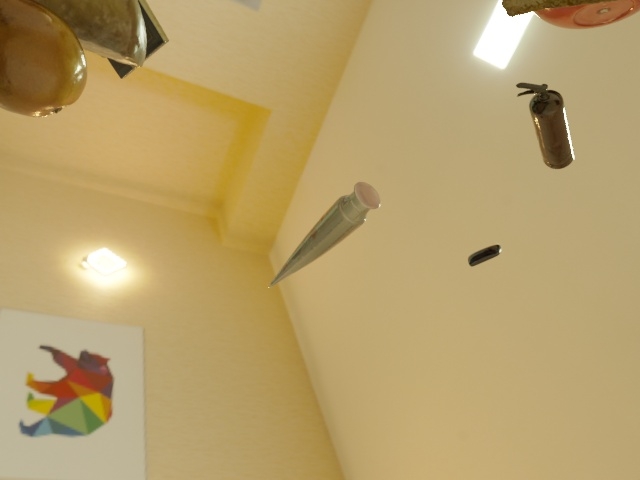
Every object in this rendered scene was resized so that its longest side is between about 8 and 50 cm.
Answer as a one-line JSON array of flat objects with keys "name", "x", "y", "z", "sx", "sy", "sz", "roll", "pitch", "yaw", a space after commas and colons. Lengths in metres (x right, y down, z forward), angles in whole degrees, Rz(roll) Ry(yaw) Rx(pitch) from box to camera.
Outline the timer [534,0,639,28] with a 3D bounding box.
[{"name": "timer", "x": 0.710, "y": -0.713, "z": 1.516, "sx": 0.378, "sy": 0.378, "sz": 0.279, "roll": -13, "pitch": -103, "yaw": 63}]

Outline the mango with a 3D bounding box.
[{"name": "mango", "x": -0.418, "y": -0.257, "z": 0.793, "sx": 0.151, "sy": 0.221, "sz": 0.120, "roll": -61, "pitch": 173, "yaw": 22}]

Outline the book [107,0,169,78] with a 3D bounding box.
[{"name": "book", "x": -0.540, "y": -0.579, "z": 1.623, "sx": 0.269, "sy": 0.190, "sz": 0.025, "roll": -14, "pitch": -158, "yaw": 45}]

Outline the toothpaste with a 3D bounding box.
[{"name": "toothpaste", "x": 0.000, "y": 0.000, "z": 1.171, "sx": 0.323, "sy": 0.066, "sz": 0.100, "roll": -44, "pitch": 177, "yaw": 42}]

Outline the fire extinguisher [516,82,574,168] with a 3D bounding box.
[{"name": "fire extinguisher", "x": 0.501, "y": -0.259, "z": 1.308, "sx": 0.089, "sy": 0.267, "sz": 0.072, "roll": 5, "pitch": -115, "yaw": 32}]

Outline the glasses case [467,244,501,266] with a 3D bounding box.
[{"name": "glasses case", "x": 0.381, "y": 0.033, "z": 1.378, "sx": 0.083, "sy": 0.023, "sz": 0.033, "roll": -28, "pitch": -159, "yaw": 32}]

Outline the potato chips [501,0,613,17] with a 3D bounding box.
[{"name": "potato chips", "x": 0.598, "y": -0.529, "z": 1.242, "sx": 0.407, "sy": 0.057, "sz": 0.080, "roll": 3, "pitch": -136, "yaw": 29}]

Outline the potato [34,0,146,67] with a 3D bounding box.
[{"name": "potato", "x": -0.376, "y": -0.415, "z": 0.984, "sx": 0.211, "sy": 0.264, "sz": 0.189, "roll": -52, "pitch": 163, "yaw": -85}]
